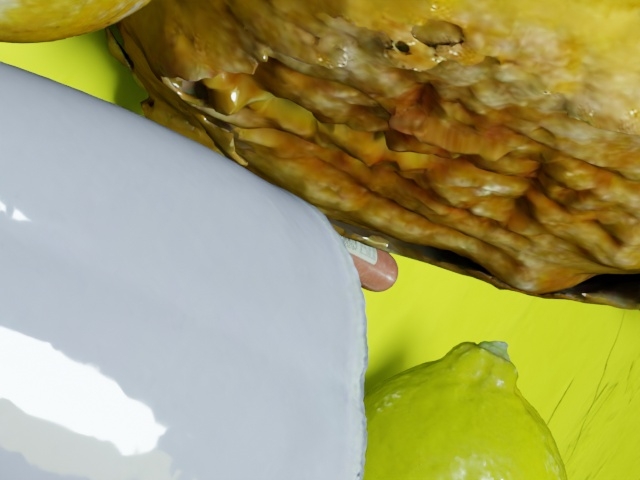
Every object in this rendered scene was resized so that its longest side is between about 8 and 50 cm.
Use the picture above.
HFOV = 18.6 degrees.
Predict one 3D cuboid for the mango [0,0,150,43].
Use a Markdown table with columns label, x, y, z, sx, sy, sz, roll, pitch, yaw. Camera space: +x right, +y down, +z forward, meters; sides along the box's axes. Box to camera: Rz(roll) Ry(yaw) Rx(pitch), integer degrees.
| label | x | y | z | sx | sy | sz | roll | pitch | yaw |
| --- | --- | --- | --- | --- | --- | --- | --- | --- | --- |
| mango | -0.138 | -0.191 | 0.648 | 0.193 | 0.146 | 0.316 | -56 | 138 | -14 |

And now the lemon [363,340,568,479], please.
| label | x | y | z | sx | sy | sz | roll | pitch | yaw |
| --- | --- | --- | --- | --- | --- | --- | --- | --- | --- |
| lemon | 0.074 | 0.183 | 1.287 | 0.184 | 0.184 | 0.248 | -11 | 117 | -56 |

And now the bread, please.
| label | x | y | z | sx | sy | sz | roll | pitch | yaw |
| --- | --- | --- | --- | --- | --- | --- | --- | --- | --- |
| bread | 0.089 | -0.105 | 0.898 | 0.337 | 0.358 | 0.204 | 41 | 58 | -40 |

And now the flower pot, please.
| label | x | y | z | sx | sy | sz | roll | pitch | yaw |
| --- | --- | --- | --- | --- | --- | --- | --- | --- | --- |
| flower pot | -0.144 | 0.039 | 0.717 | 0.265 | 0.265 | 0.243 | -59 | 143 | -7 |

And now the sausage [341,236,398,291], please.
| label | x | y | z | sx | sy | sz | roll | pitch | yaw |
| --- | --- | --- | --- | --- | --- | --- | --- | --- | --- |
| sausage | 0.000 | 0.000 | 1.161 | 0.029 | 0.029 | 0.223 | -63 | 152 | 0 |
